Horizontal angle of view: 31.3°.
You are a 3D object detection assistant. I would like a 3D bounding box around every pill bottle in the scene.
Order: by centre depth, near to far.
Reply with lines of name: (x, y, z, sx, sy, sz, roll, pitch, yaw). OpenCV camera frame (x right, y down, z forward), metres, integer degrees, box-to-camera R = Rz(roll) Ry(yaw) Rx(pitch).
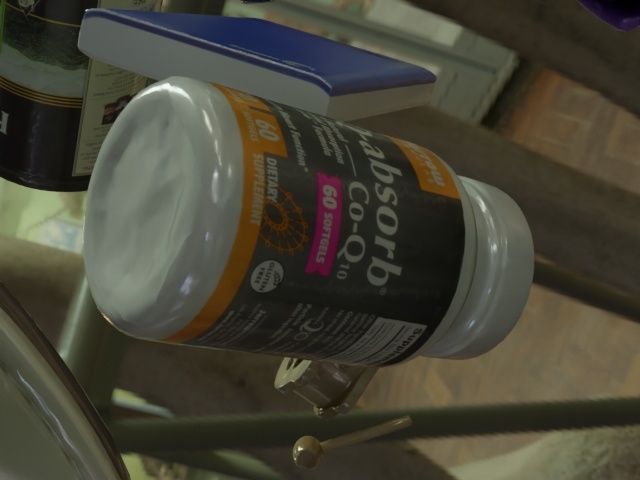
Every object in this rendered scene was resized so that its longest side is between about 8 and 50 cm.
pill bottle: (0.000, 0.000, 0.752, 0.162, 0.278, 0.162, -17, 68, 49)

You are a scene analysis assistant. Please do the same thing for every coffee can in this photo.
coffee can: (-0.284, -0.222, 1.271, 0.201, 0.202, 0.275, -89, 13, -53)

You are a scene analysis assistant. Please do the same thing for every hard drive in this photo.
hard drive: (-0.037, -0.155, 1.000, 0.319, 0.210, 0.040, -26, -47, -68)

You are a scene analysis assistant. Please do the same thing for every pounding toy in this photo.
pounding toy: (0.046, 0.166, 1.451, 0.269, 0.155, 0.154, -56, 9, -4)

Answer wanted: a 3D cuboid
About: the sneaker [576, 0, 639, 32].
sneaker: (0.167, -0.220, 0.756, 0.095, 0.236, 0.104, -25, 48, 36)

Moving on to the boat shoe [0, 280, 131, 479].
boat shoe: (-0.195, 0.016, 0.446, 0.116, 0.324, 0.096, -46, 11, 13)

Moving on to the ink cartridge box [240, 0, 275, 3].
ink cartridge box: (-0.011, -0.473, 1.244, 0.071, 0.324, 0.330, 10, 40, 45)
